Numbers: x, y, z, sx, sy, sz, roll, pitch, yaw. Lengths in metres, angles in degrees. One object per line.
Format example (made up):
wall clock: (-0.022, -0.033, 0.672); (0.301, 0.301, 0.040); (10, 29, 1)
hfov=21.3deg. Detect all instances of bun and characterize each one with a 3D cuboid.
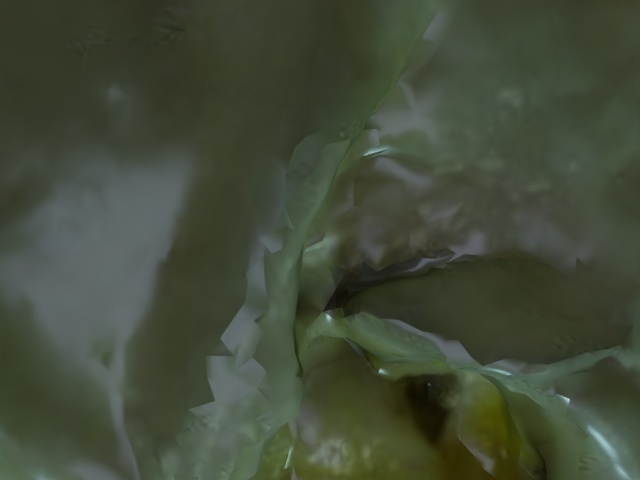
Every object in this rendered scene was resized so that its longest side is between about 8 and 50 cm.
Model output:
bun: (0.000, 0.000, 0.505); (0.365, 0.219, 0.365); (-1, 98, -10)
